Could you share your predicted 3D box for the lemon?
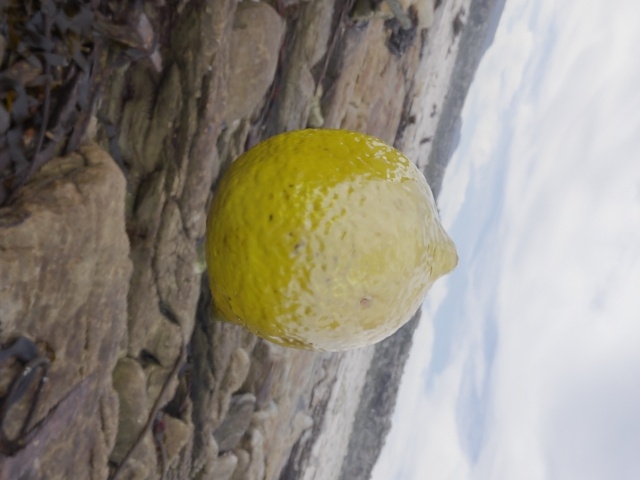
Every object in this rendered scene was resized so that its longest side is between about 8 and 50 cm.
[{"bbox_3d":[0.009,0.000,0.644,0.228,0.253,0.229,178,-90,-82],"label":"lemon"}]
